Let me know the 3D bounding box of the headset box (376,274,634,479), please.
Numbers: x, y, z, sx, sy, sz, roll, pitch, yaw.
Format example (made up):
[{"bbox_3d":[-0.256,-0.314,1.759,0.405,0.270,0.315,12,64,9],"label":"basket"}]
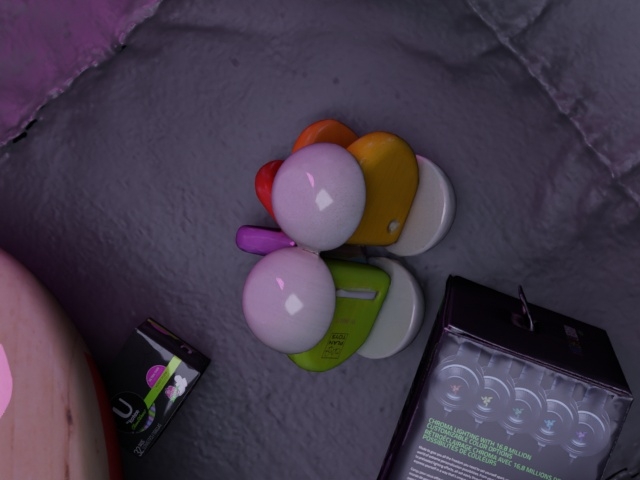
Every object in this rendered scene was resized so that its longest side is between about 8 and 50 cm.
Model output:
[{"bbox_3d":[0.106,0.171,1.188,0.131,0.246,0.283,20,99,3],"label":"headset box"}]

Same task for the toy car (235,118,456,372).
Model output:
[{"bbox_3d":[0.000,0.000,1.245,0.136,0.159,0.182,22,101,38],"label":"toy car"}]

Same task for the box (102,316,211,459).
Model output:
[{"bbox_3d":[-0.133,0.112,1.305,0.062,0.052,0.083,34,100,1],"label":"box"}]

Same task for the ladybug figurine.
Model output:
[{"bbox_3d":[-0.256,0.220,1.216,0.305,0.162,0.449,-7,75,30],"label":"ladybug figurine"}]
